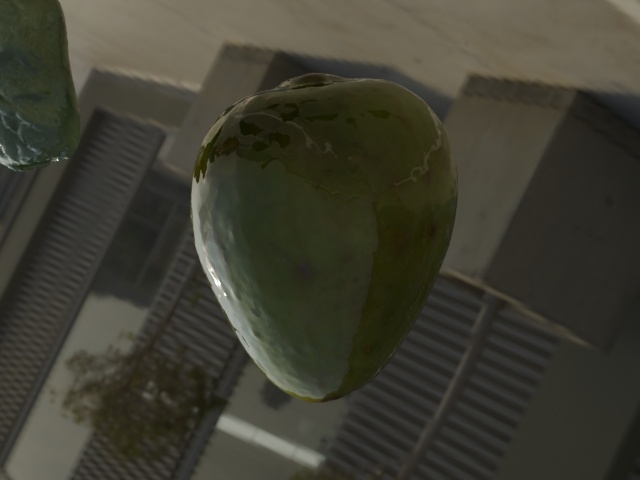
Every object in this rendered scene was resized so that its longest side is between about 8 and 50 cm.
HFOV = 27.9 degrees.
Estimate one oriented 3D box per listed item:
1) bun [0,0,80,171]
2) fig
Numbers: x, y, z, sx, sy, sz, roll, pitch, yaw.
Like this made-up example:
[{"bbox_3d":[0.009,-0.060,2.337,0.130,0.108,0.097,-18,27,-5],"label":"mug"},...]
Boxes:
[{"bbox_3d":[-0.348,-0.188,1.460,0.108,0.221,0.221,-10,-165,-26],"label":"bun"},{"bbox_3d":[0.000,0.000,1.263,0.258,0.326,0.258,3,-168,-1],"label":"fig"}]
